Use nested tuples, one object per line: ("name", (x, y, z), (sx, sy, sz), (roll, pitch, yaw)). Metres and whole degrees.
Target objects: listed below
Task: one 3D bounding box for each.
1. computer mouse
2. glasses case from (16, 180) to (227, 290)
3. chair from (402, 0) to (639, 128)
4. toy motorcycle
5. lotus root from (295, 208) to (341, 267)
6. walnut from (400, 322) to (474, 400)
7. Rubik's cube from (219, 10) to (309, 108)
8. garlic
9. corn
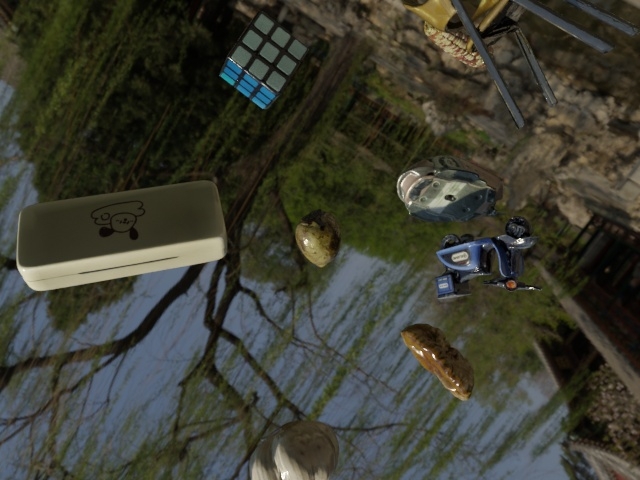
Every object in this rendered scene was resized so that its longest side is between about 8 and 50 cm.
("computer mouse", (0.371, -0.145, 1.468), (0.389, 0.199, 0.114), (12, -130, -28))
("glasses case", (-0.315, -0.012, 0.873), (0.313, 0.070, 0.131), (-10, -124, -12))
("chair", (0.245, -0.288, 0.697), (0.246, 0.172, 0.159), (52, -135, 5))
("toy motorcycle", (0.489, 0.064, 1.576), (0.125, 0.359, 0.212), (-1, -103, -35))
("lotus root", (0.000, 0.000, 1.577), (0.138, 0.139, 0.214), (45, 161, 39))
("walnut", (0.229, 0.222, 1.016), (0.170, 0.069, 0.143), (46, 174, 25))
("Rubik's cube", (-0.151, -0.465, 1.404), (0.162, 0.163, 0.161), (32, 170, -16))
("garlic", (-0.047, 0.524, 1.272), (0.230, 0.143, 0.177), (-21, -101, -30))
("corn", (0.343, -0.492, 1.327), (0.237, 0.079, 0.079), (7, -151, -43))
